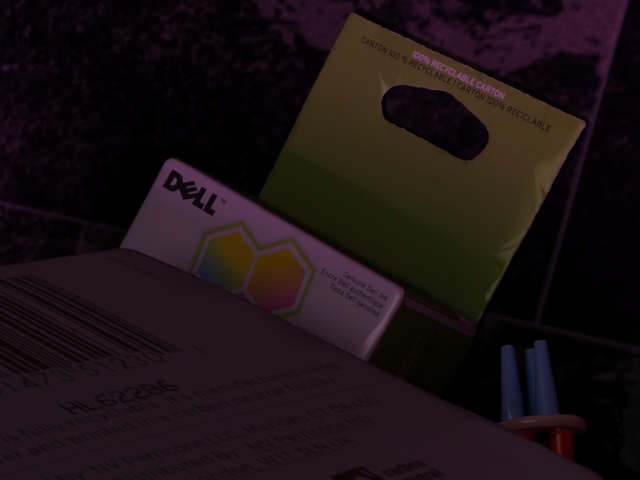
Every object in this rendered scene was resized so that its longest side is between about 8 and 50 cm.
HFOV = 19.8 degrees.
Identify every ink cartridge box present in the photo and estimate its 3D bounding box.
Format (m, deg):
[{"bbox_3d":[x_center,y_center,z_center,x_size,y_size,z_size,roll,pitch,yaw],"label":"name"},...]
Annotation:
[{"bbox_3d":[0.000,0.000,1.031,0.189,0.097,0.255,30,93,35],"label":"ink cartridge box"}]

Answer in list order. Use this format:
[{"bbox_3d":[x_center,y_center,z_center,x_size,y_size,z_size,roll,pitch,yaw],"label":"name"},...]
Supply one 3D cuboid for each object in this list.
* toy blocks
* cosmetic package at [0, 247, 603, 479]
[{"bbox_3d":[0.084,0.133,0.965,0.123,0.054,0.148,-14,69,28],"label":"toy blocks"},{"bbox_3d":[-0.123,0.249,0.832,0.327,0.329,0.394,24,111,34],"label":"cosmetic package"}]
